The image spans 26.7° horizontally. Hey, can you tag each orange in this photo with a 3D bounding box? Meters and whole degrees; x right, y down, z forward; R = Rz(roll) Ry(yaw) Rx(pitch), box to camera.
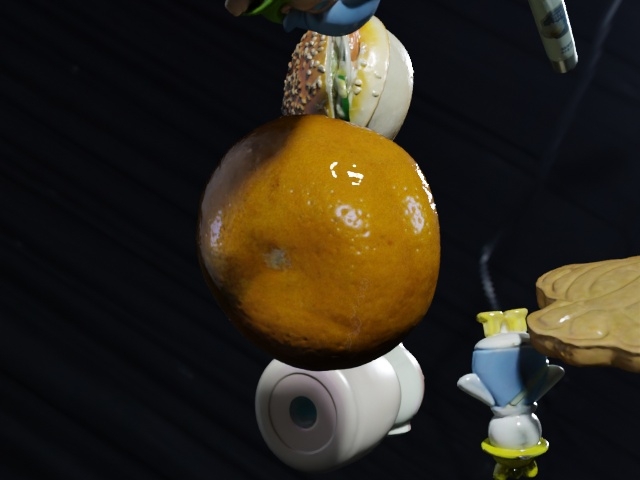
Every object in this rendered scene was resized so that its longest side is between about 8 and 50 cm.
[{"bbox_3d":[0.000,0.000,1.243,0.240,0.240,0.171,-65,174,23],"label":"orange"}]

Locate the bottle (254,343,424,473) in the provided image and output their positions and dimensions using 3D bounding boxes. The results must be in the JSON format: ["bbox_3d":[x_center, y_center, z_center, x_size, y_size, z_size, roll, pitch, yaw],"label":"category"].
[{"bbox_3d":[0.042,0.186,1.627,0.236,0.147,0.148,-9,129,-57],"label":"bottle"}]

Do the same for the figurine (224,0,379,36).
[{"bbox_3d":[-0.024,-0.296,1.425,0.263,0.143,0.162,-9,129,-57],"label":"figurine"}]

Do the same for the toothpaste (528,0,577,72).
[{"bbox_3d":[0.295,-0.309,1.758,0.062,0.039,0.239,-42,140,-10],"label":"toothpaste"}]

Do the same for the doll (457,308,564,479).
[{"bbox_3d":[0.266,0.218,1.882,0.135,0.098,0.241,-8,97,-44],"label":"doll"}]

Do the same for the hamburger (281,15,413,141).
[{"bbox_3d":[0.025,-0.196,1.787,0.237,0.147,0.237,-41,-139,51],"label":"hamburger"}]

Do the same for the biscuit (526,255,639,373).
[{"bbox_3d":[0.439,0.089,1.826,0.312,0.351,0.057,-34,120,-51],"label":"biscuit"}]
